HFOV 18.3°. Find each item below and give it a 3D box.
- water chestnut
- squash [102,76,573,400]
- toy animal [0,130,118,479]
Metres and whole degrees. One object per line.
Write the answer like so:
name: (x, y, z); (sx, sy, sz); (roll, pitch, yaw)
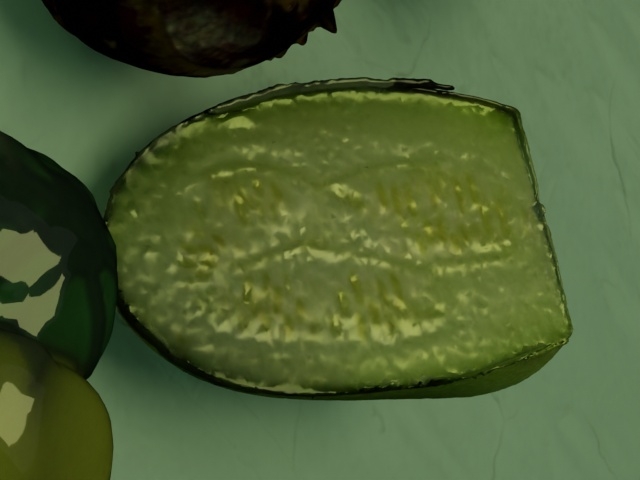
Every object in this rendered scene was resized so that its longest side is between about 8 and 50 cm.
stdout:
water chestnut: (-0.089, -0.267, 1.329); (0.300, 0.300, 0.300); (9, 78, -50)
squash: (0.000, 0.000, 1.408); (0.309, 0.210, 0.233); (10, 66, -54)
toy animal: (-0.208, 0.093, 1.148); (0.216, 0.191, 0.338); (26, 65, -46)
